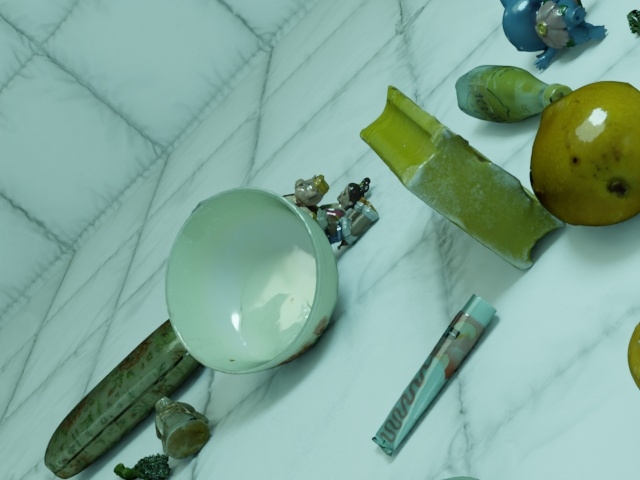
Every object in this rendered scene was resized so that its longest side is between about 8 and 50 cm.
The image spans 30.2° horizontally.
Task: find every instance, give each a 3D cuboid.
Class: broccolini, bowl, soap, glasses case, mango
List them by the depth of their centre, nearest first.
[{"bbox_3d":[0.299,-0.099,1.294,0.166,0.136,0.236,-49,12,13],"label":"mango"},{"bbox_3d":[0.166,-0.085,1.489,0.091,0.199,0.315,-52,18,7],"label":"soap"},{"bbox_3d":[0.432,-0.270,1.519,0.035,0.030,0.140,-13,24,-4],"label":"broccolini"},{"bbox_3d":[-0.083,0.065,1.769,0.277,0.145,0.277,-6,78,32],"label":"bowl"},{"bbox_3d":[-0.295,0.372,1.927,0.054,0.051,0.239,-63,15,-22],"label":"broccolini"},{"bbox_3d":[-0.349,0.278,2.145,0.425,0.098,0.156,-42,14,22],"label":"glasses case"}]

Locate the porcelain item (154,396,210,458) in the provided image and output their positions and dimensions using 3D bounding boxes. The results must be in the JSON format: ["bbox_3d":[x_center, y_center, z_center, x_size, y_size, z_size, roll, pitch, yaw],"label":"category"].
[{"bbox_3d":[-0.232,0.290,1.905,0.084,0.054,0.213,-33,14,-11],"label":"porcelain item"}]

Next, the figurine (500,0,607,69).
[{"bbox_3d":[0.350,-0.330,1.722,0.144,0.114,0.178,-45,28,-8],"label":"figurine"}]

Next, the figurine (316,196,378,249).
[{"bbox_3d":[-0.001,-0.001,1.886,0.197,0.093,0.147,-48,23,1],"label":"figurine"}]

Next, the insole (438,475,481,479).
[{"bbox_3d":[0.105,0.273,1.204,0.232,0.003,0.080,-20,34,57],"label":"insole"}]

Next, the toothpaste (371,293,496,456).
[{"bbox_3d":[0.128,0.153,1.353,0.205,0.036,0.056,-54,19,-2],"label":"toothpaste"}]

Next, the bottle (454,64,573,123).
[{"bbox_3d":[0.273,-0.202,1.661,0.083,0.083,0.270,-51,21,-4],"label":"bottle"}]

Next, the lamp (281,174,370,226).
[{"bbox_3d":[-0.032,-0.035,2.005,0.253,0.118,0.118,-45,18,18],"label":"lamp"}]

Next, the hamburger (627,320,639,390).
[{"bbox_3d":[0.318,0.082,0.956,0.147,0.083,0.138,-41,15,17],"label":"hamburger"}]
